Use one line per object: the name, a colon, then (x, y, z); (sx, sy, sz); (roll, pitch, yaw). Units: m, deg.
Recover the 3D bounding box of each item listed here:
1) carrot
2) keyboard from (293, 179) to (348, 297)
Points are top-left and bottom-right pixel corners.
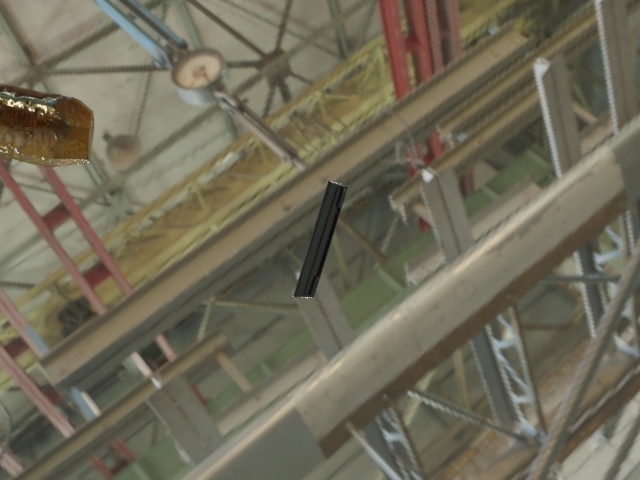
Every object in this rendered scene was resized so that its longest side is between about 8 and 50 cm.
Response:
carrot: (-0.351, -0.113, 0.837); (0.314, 0.066, 0.066); (8, -56, -11)
keyboard: (0.000, 0.000, 1.655); (0.067, 0.011, 0.202); (8, -80, -59)
